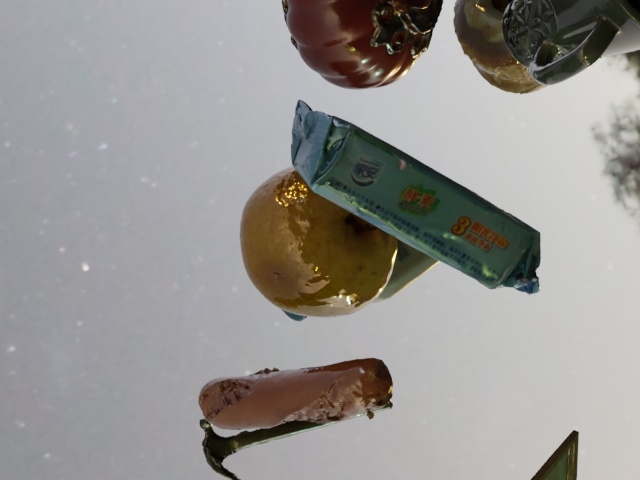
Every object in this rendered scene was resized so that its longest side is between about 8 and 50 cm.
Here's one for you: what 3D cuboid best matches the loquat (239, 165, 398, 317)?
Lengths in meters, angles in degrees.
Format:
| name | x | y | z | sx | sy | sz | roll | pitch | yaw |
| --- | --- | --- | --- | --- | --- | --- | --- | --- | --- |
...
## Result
| name | x | y | z | sx | sy | sz | roll | pitch | yaw |
| --- | --- | --- | --- | --- | --- | --- | --- | --- | --- |
| loquat | 0.000 | 0.000 | 1.496 | 0.208 | 0.208 | 0.208 | 44 | -144 | -43 |

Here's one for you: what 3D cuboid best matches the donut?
| name | x | y | z | sx | sy | sz | roll | pitch | yaw |
| --- | --- | --- | --- | --- | --- | --- | --- | --- | --- |
| donut | 0.375 | -0.415 | 1.968 | 0.160 | 0.330 | 0.330 | 31 | -135 | -57 |

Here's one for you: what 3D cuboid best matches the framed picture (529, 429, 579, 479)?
| name | x | y | z | sx | sy | sz | roll | pitch | yaw |
| --- | --- | --- | --- | --- | --- | --- | --- | --- | --- |
| framed picture | 0.168 | 0.270 | 0.994 | 0.201 | 0.010 | 0.136 | -37 | -47 | -40 |

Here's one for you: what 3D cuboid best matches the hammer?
| name | x | y | z | sx | sy | sz | roll | pitch | yaw |
| --- | --- | --- | --- | --- | --- | --- | --- | --- | --- |
| hammer | -0.033 | 0.282 | 1.764 | 0.027 | 0.297 | 0.125 | -131 | 27 | -65 |

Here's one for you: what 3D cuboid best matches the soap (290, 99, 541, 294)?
| name | x | y | z | sx | sy | sz | roll | pitch | yaw |
| --- | --- | --- | --- | --- | --- | --- | --- | --- | --- |
| soap | 0.096 | -0.040 | 1.181 | 0.293 | 0.077 | 0.156 | 28 | -174 | -12 |

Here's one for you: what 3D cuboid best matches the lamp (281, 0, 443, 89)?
| name | x | y | z | sx | sy | sz | roll | pitch | yaw |
| --- | --- | --- | --- | --- | --- | --- | --- | --- | --- |
| lamp | 0.058 | -0.306 | 1.498 | 0.227 | 0.227 | 0.226 | 44 | -144 | -43 |

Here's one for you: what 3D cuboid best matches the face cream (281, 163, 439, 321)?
| name | x | y | z | sx | sy | sz | roll | pitch | yaw |
| --- | --- | --- | --- | --- | --- | --- | --- | --- | --- |
| face cream | 0.074 | 0.010 | 1.730 | 0.337 | 0.080 | 0.163 | -35 | -103 | -31 |

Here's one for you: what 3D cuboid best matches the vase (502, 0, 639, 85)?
| name | x | y | z | sx | sy | sz | roll | pitch | yaw |
| --- | --- | --- | --- | --- | --- | --- | --- | --- | --- |
| vase | 0.305 | -0.259 | 1.276 | 0.156 | 0.301 | 0.251 | 43 | -105 | -11 |

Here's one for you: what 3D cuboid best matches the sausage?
| name | x | y | z | sx | sy | sz | roll | pitch | yaw |
| --- | --- | --- | --- | --- | --- | --- | --- | --- | --- |
| sausage | -0.049 | 0.198 | 1.468 | 0.087 | 0.327 | 0.079 | -16 | -88 | -50 |
